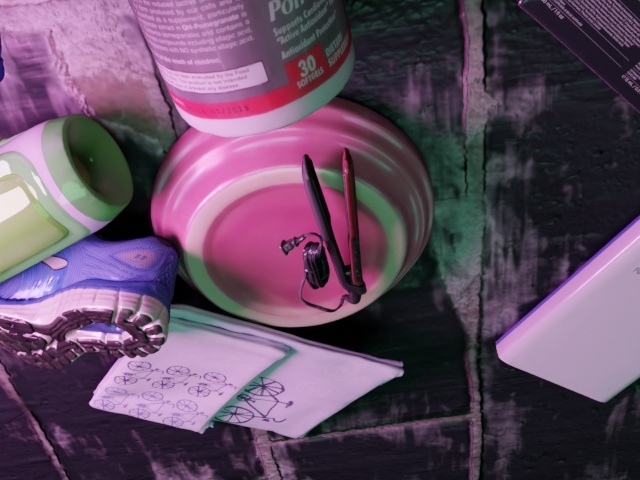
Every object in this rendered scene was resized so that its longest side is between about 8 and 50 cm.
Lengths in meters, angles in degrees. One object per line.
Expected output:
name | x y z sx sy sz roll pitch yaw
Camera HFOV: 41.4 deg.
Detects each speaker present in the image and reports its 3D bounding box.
speaker | -0.353 -0.023 0.917 0.296 0.131 0.131 -25 130 19

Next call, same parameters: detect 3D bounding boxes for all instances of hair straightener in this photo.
hair straightener | 0.000 0.000 0.912 0.089 0.047 0.230 -7 137 3

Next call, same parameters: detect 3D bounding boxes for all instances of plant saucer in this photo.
plant saucer | -0.030 -0.011 0.979 0.332 0.084 0.332 -3 133 -3

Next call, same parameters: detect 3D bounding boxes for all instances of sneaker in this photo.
sneaker | -0.290 0.060 0.998 0.330 0.147 0.130 -6 138 30

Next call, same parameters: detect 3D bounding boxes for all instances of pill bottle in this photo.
pill bottle | -0.089 -0.256 0.682 0.176 0.176 0.318 -13 133 8

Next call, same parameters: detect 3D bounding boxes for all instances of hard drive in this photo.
hard drive | 0.419 0.089 1.131 0.210 0.040 0.318 24 127 -23

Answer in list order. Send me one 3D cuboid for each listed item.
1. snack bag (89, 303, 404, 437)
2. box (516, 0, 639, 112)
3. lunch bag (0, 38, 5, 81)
snack bag | -0.108 0.199 1.146 0.342 0.037 0.323 17 144 -22
box | 0.327 -0.231 0.786 0.261 0.103 0.184 31 127 -28
lunch bag | -0.423 -0.265 0.571 0.385 0.239 0.328 0 114 -10
